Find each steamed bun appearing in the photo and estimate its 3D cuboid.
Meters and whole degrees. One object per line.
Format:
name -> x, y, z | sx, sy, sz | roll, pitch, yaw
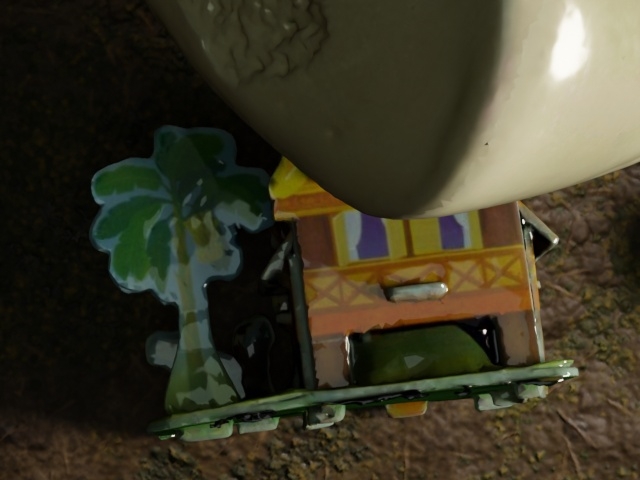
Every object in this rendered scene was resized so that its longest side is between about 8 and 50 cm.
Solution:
steamed bun -> 0.083, -0.249, 1.182 | 0.456, 0.371, 0.290 | 48, 128, 23

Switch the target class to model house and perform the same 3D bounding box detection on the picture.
model house -> 0.000, 0.000, 1.374 | 0.358, 0.242, 0.313 | -8, 80, -2
